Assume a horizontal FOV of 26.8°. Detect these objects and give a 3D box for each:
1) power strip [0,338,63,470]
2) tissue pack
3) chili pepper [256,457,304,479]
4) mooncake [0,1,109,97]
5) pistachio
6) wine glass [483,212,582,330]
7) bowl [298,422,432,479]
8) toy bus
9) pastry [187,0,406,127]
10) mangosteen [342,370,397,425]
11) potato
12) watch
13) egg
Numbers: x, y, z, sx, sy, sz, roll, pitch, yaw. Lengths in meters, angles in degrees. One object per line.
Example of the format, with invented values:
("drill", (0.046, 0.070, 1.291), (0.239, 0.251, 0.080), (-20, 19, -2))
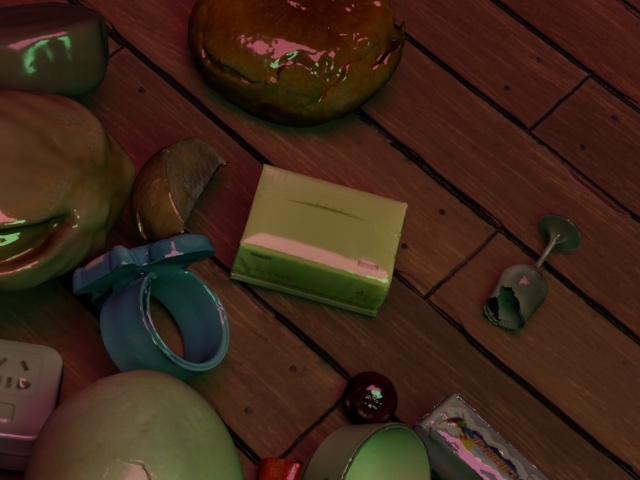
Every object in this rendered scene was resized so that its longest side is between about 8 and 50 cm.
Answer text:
("power strip", (-0.471, 0.258, 1.773), (0.230, 0.141, 0.261), (8, 43, -7))
("tissue pack", (0.000, 0.000, 2.006), (0.234, 0.125, 0.159), (16, 57, -1))
("chili pepper", (-0.074, 0.376, 1.796), (0.065, 0.088, 0.168), (37, 61, -31))
("mooncake", (-0.449, -0.279, 2.043), (0.275, 0.135, 0.275), (-7, 22, 3))
("pistachio", (-0.475, -0.058, 1.863), (0.446, 0.281, 0.365), (-16, 30, -16))
("wine glass", (0.326, 0.049, 2.067), (0.079, 0.079, 0.195), (32, 57, 10))
("bowl", (0.045, 0.335, 1.781), (0.112, 0.211, 0.211), (9, 46, 42))
("toy bus", (0.256, 0.351, 1.829), (0.317, 0.138, 0.112), (41, 61, 17))
("pastry", (-0.041, -0.340, 2.193), (0.356, 0.164, 0.356), (3, 58, -6))
("mangosteen", (0.070, 0.226, 1.912), (0.081, 0.081, 0.081), (5, 58, -8))
("potato", (-0.234, -0.085, 1.975), (0.100, 0.120, 0.261), (60, 20, -18))
("watch", (-0.227, 0.107, 1.860), (0.211, 0.211, 0.193), (-18, 78, -21))
("egg", (-0.226, 0.338, 1.653), (0.278, 0.278, 0.336), (-6, 48, -14))
